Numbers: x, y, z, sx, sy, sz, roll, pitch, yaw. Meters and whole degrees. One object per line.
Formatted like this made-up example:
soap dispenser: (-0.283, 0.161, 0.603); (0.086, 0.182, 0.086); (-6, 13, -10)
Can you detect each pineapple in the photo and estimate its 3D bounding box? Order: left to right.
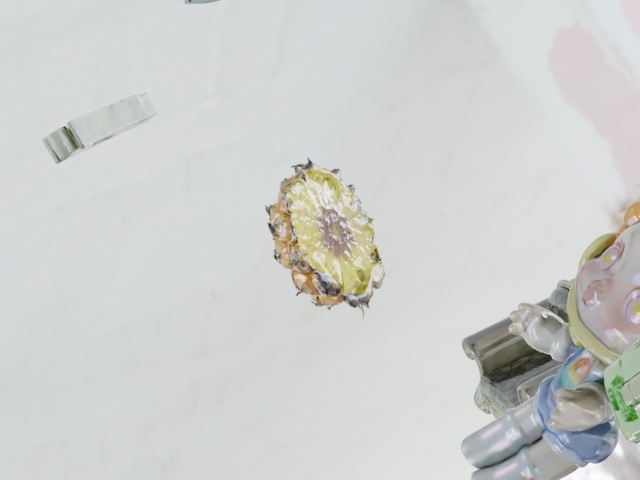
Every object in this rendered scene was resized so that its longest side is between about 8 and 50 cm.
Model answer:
pineapple: (0.000, 0.000, 1.765); (0.076, 0.225, 0.225); (-26, -16, 33)

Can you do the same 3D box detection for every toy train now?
toy train: (0.160, 0.057, 0.581); (0.042, 0.044, 0.209); (-18, -14, -2)

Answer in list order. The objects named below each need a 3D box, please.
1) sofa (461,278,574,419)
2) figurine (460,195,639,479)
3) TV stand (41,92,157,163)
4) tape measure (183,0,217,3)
sofa: (0.332, 0.176, 1.967); (0.200, 0.182, 0.258); (-25, 20, -9)
figurine: (0.288, 0.095, 1.212); (0.205, 0.224, 0.382); (31, -50, -24)
TV stand: (-0.262, -0.145, 1.644); (0.042, 0.036, 0.249); (-30, 5, 23)
tape measure: (-0.081, -0.420, 1.727); (0.243, 0.246, 0.125); (-11, -45, -9)
